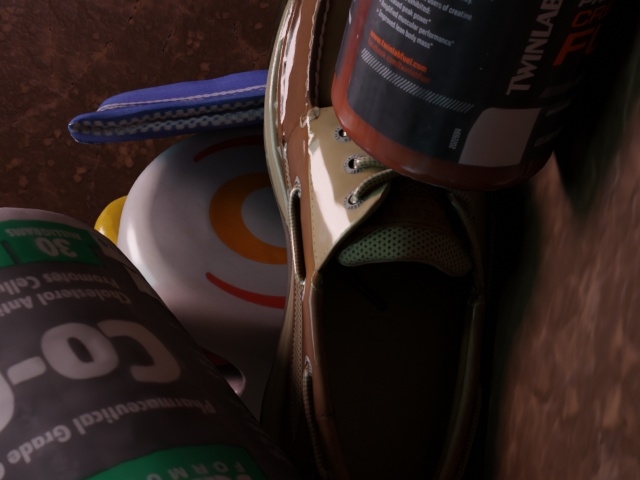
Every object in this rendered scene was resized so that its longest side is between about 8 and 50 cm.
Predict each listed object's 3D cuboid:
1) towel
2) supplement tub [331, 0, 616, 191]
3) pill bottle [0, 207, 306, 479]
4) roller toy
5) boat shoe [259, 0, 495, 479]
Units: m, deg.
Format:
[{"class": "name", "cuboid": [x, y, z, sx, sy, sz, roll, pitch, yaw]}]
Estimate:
[{"class": "towel", "cuboid": [-0.041, -0.103, 0.847, 0.336, 0.243, 0.040, -137, 38, -80]}, {"class": "supplement tub", "cuboid": [0.073, -0.123, 0.497, 0.106, 0.106, 0.198, -89, 11, -50]}, {"class": "pill bottle", "cuboid": [-0.096, 0.158, 0.560, 0.361, 0.204, 0.204, 44, 132, 41]}, {"class": "roller toy", "cuboid": [-0.040, 0.035, 0.806, 0.146, 0.209, 0.191, 106, 161, -47]}, {"class": "boat shoe", "cuboid": [0.039, -0.003, 0.623, 0.120, 0.122, 0.324, 166, 105, -76]}]
